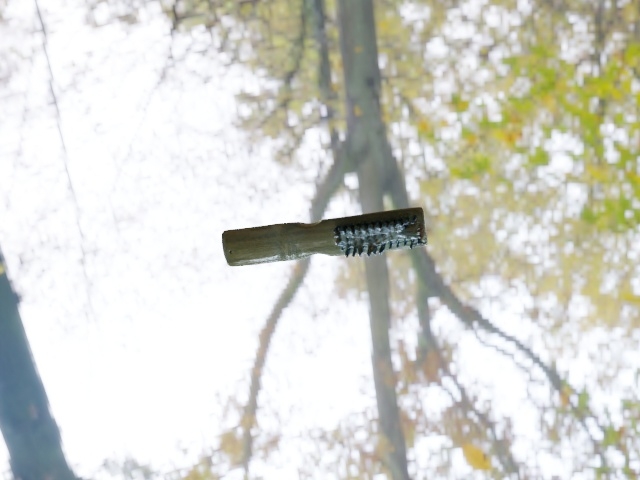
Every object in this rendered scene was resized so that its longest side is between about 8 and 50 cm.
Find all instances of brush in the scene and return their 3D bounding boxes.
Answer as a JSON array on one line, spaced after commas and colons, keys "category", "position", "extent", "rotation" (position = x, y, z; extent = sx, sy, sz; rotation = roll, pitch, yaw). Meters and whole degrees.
[{"category": "brush", "position": [0.000, 0.000, 0.558], "extent": [0.084, 0.016, 0.013], "rotation": [-6, -158, 18]}]
